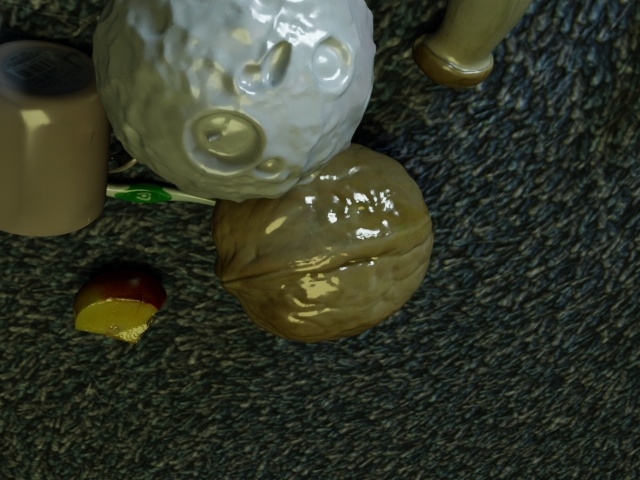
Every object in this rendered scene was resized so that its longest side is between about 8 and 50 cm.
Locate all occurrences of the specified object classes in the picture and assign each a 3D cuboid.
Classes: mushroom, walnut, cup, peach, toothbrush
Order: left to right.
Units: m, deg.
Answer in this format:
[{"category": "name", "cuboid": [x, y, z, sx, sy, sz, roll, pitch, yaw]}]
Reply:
[{"category": "cup", "cuboid": [-0.345, -0.146, 1.259, 0.253, 0.191, 0.200, -12, 136, -33]}, {"category": "peach", "cuboid": [-0.323, 0.102, 1.512, 0.151, 0.118, 0.151, 15, 168, 3]}, {"category": "toothbrush", "cuboid": [-0.274, -0.076, 1.412, 0.418, 0.040, 0.042, 14, 146, -9]}, {"category": "walnut", "cuboid": [-0.001, 0.000, 1.328, 0.313, 0.252, 0.277, -20, 128, -22]}, {"category": "mushroom", "cuboid": [0.212, -0.334, 1.145, 0.128, 0.128, 0.350, 10, 135, -12]}]

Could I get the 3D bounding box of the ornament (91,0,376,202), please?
[{"category": "ornament", "cuboid": [-0.102, -0.205, 1.116, 0.337, 0.337, 0.337, -1, 132, -2]}]
